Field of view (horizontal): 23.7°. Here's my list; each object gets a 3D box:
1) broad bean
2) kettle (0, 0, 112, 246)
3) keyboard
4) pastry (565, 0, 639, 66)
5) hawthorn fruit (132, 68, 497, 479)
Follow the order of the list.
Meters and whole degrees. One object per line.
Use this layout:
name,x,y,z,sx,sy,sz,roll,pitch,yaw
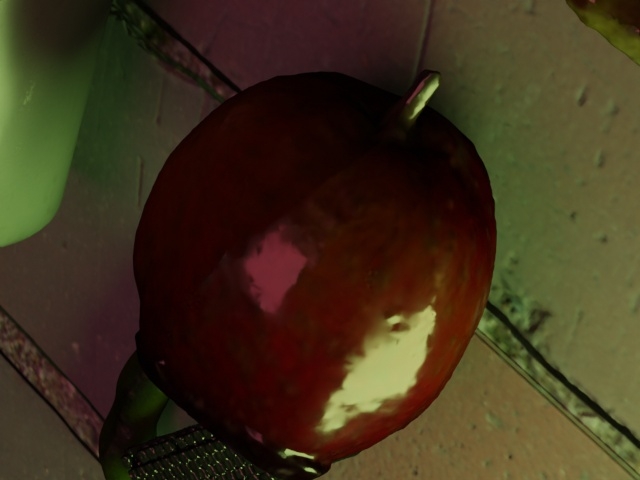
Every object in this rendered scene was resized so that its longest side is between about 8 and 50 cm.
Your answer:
broad bean,-0.114,0.106,1.101,0.069,0.039,0.227,48,130,9
kettle,-0.231,-0.190,1.014,0.205,0.265,0.318,19,123,-2
keyboard,-0.058,0.147,1.061,0.195,0.018,0.060,-24,94,33
pastry,0.147,-0.213,0.630,0.132,0.235,0.240,-35,91,38
hawthorn fruit,0.000,0.000,0.855,0.215,0.215,0.250,42,130,21
